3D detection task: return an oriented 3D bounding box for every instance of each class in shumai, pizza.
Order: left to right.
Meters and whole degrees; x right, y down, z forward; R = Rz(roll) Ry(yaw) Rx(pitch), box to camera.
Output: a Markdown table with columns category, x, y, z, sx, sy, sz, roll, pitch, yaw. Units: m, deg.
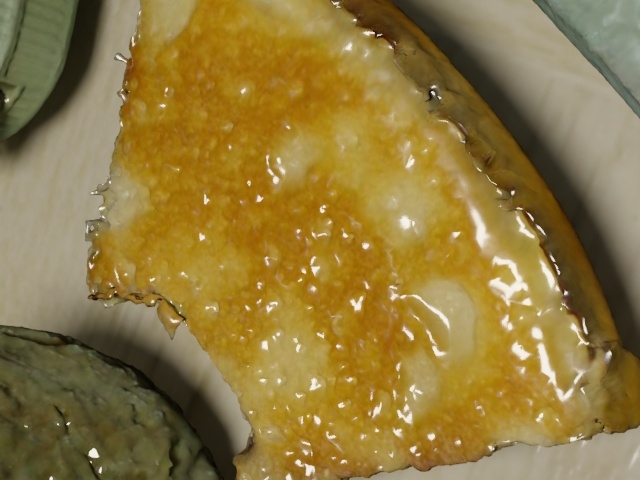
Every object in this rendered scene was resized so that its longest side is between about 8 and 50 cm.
| category | x | y | z | sx | sy | sz | roll | pitch | yaw |
| --- | --- | --- | --- | --- | --- | --- | --- | --- | --- |
| shumai | -0.168 | 0.190 | 0.657 | 0.203 | 0.222 | 0.272 | 139 | 143 | -62 |
| pizza | 0.000 | 0.000 | 0.609 | 0.323 | 0.089 | 0.223 | 50 | 121 | 19 |

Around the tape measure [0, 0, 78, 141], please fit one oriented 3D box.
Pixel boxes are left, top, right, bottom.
| category | x | y | z | sx | sy | sz | roll | pitch | yaw |
| --- | --- | --- | --- | --- | --- | --- | --- | --- | --- |
| tape measure | -0.240 | -0.148 | 0.768 | 0.235 | 0.115 | 0.207 | 8 | 90 | 41 |

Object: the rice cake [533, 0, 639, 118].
| category | x | y | z | sx | sy | sz | roll | pitch | yaw |
| --- | --- | --- | --- | --- | --- | --- | --- | --- | --- |
| rice cake | 0.129 | -0.110 | 0.553 | 0.063 | 0.069 | 0.206 | -44 | 68 | 19 |
